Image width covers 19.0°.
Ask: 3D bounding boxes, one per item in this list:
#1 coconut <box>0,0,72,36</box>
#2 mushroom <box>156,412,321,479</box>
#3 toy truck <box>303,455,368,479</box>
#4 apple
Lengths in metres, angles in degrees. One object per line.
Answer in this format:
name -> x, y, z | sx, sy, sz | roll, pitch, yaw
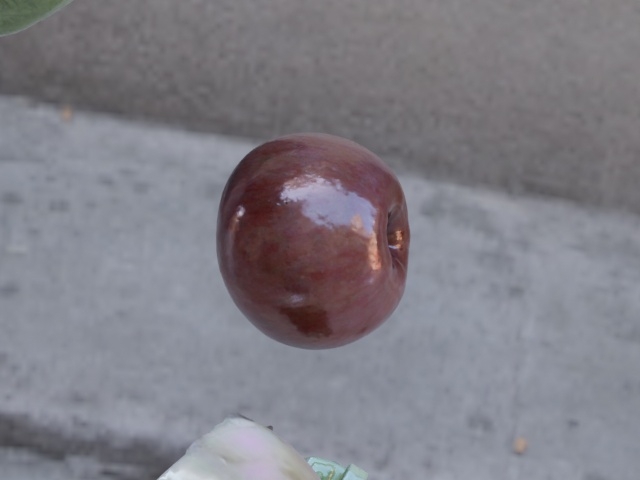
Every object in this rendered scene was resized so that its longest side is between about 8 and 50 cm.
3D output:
coconut -> -0.248, -0.268, 1.215 | 0.328, 0.281, 0.328 | -15, 17, 5
mushroom -> -0.029, 0.201, 1.041 | 0.173, 0.162, 0.236 | 31, 1, 31
toy truck -> -0.024, 0.219, 1.292 | 0.077, 0.100, 0.169 | 41, 68, 4
apple -> 0.000, 0.000, 1.337 | 0.120, 0.153, 0.153 | -6, 25, 21
